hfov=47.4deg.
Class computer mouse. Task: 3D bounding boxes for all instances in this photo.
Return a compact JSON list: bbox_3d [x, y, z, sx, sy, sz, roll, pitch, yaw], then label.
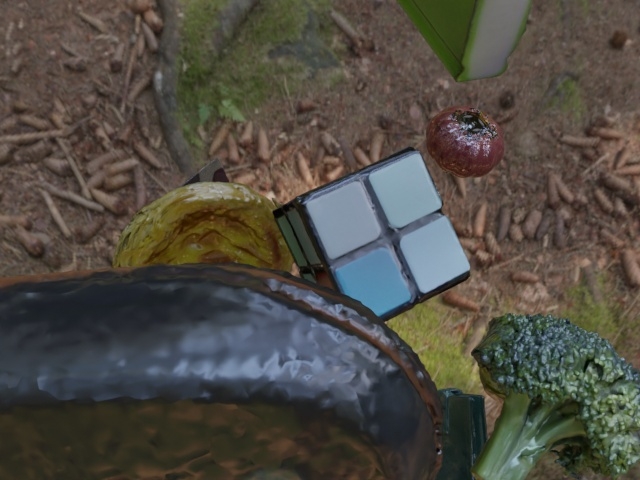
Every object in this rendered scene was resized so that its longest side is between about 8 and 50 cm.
[{"bbox_3d":[-0.098,0.098,0.394,0.323,0.183,0.116,-2,28,3],"label":"computer mouse"}]

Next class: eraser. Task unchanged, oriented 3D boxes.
[{"bbox_3d":[0.180,-0.377,1.024,0.092,0.210,0.274,-21,62,-13],"label":"eraser"}]

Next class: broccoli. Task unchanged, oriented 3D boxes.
[{"bbox_3d":[0.378,0.265,1.139,0.249,0.375,0.302,-2,57,36],"label":"broccoli"}]

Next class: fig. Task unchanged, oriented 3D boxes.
[{"bbox_3d":[0.423,0.291,1.571,0.154,0.165,0.144,32,92,-10],"label":"fig"}]

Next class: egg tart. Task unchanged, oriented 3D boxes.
[{"bbox_3d":[-0.187,0.014,1.186,0.294,0.295,0.116,-16,35,-6],"label":"egg tart"}]

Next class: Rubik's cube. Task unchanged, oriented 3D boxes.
[{"bbox_3d":[0.059,0.002,0.925,0.167,0.183,0.180,-25,95,-12],"label":"Rubik's cube"}]

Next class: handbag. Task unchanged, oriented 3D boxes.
[{"bbox_3d":[0.197,0.423,1.514,0.326,0.089,0.239,-7,82,44],"label":"handbag"}]

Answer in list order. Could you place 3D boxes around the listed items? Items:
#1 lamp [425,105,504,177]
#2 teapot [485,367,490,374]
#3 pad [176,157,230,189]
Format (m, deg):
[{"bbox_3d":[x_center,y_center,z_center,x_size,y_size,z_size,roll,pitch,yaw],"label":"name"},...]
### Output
[{"bbox_3d":[0.318,-0.214,1.621,0.182,0.140,0.182,8,53,-11],"label":"lamp"},{"bbox_3d":[0.341,0.231,1.429,0.045,0.100,0.068,-32,73,16],"label":"teapot"},{"bbox_3d":[-0.222,0.017,1.563,0.004,0.330,0.220,3,37,39],"label":"pad"}]
